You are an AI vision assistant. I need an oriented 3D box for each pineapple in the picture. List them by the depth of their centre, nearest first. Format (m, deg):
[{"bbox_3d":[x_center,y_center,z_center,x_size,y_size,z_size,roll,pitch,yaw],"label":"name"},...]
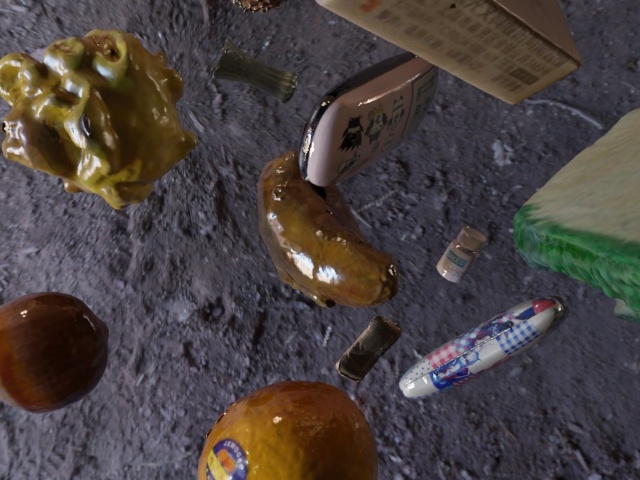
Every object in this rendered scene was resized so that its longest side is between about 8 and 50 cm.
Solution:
[{"bbox_3d":[-0.138,-0.584,1.613,0.166,0.193,0.166,0,91,5],"label":"pineapple"}]

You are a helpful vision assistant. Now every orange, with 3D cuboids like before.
[{"bbox_3d":[-0.037,0.274,0.886,0.219,0.193,0.219,-33,146,-26],"label":"orange"}]

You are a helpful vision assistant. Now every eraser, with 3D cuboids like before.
[{"bbox_3d":[0.074,-0.213,0.547,0.343,0.078,0.144,10,59,-47],"label":"eraser"}]

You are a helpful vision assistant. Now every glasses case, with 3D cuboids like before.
[{"bbox_3d":[0.071,-0.166,0.961,0.075,0.314,0.122,30,129,19],"label":"glasses case"},{"bbox_3d":[0.283,0.190,1.286,0.327,0.125,0.076,-35,67,21],"label":"glasses case"}]

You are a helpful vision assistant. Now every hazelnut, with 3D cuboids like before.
[{"bbox_3d":[-0.446,0.181,1.190,0.214,0.176,0.214,-15,136,-15],"label":"hazelnut"}]

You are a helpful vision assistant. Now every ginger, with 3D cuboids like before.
[{"bbox_3d":[0.000,0.000,1.211,0.321,0.165,0.172,52,125,22],"label":"ginger"}]

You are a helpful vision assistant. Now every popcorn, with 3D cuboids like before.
[{"bbox_3d":[-0.373,-0.195,1.225,0.316,0.281,0.297,-17,101,-5],"label":"popcorn"}]

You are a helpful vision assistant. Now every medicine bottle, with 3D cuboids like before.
[{"bbox_3d":[0.239,0.024,1.243,0.052,0.052,0.089,22,115,-14],"label":"medicine bottle"}]

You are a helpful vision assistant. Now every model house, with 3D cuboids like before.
[{"bbox_3d":[0.469,0.035,0.827,0.334,0.382,0.342,-41,103,-6],"label":"model house"}]

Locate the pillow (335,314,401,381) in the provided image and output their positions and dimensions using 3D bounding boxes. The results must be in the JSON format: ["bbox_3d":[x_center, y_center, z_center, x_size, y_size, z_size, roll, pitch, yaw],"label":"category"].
[{"bbox_3d":[0.139,0.313,2.106,0.135,0.034,0.211,33,98,-42],"label":"pillow"}]

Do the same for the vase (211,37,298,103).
[{"bbox_3d":[-0.117,-0.306,1.350,0.149,0.081,0.081,20,96,-13],"label":"vase"}]
